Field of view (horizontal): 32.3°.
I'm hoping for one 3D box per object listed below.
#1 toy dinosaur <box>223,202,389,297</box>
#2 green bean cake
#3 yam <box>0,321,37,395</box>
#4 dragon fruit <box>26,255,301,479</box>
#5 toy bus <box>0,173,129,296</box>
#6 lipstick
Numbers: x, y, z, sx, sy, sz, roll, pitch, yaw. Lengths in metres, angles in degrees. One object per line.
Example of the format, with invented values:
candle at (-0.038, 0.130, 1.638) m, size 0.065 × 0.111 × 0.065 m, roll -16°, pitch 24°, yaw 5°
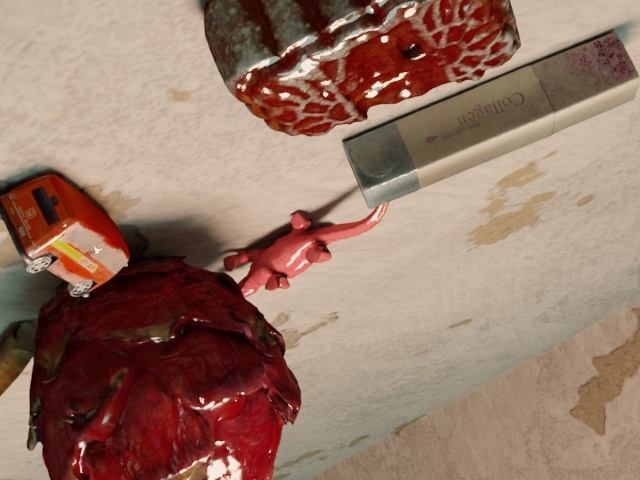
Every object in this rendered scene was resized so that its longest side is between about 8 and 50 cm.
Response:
toy dinosaur at (0.000, 0.002, 1.390) m, size 0.286 × 0.070 × 0.139 m, roll -33°, pitch 168°, yaw 21°
green bean cake at (0.038, -0.171, 0.897) m, size 0.233 × 0.097 × 0.198 m, roll -25°, pitch 160°, yaw 10°
yam at (-0.424, 0.180, 1.425) m, size 0.046 × 0.046 × 0.264 m, roll -4°, pitch 153°, yaw -40°
dragon fruit at (-0.185, 0.169, 1.266) m, size 0.329 × 0.329 × 0.329 m, roll -19°, pitch 160°, yaw -7°
toy bus at (-0.247, -0.004, 1.084) m, size 0.077 × 0.079 × 0.174 m, roll -32°, pitch 160°, yaw 2°
lipstick at (0.185, -0.130, 1.206) m, size 0.317 × 0.066 × 0.068 m, roll -22°, pitch 160°, yaw 2°
